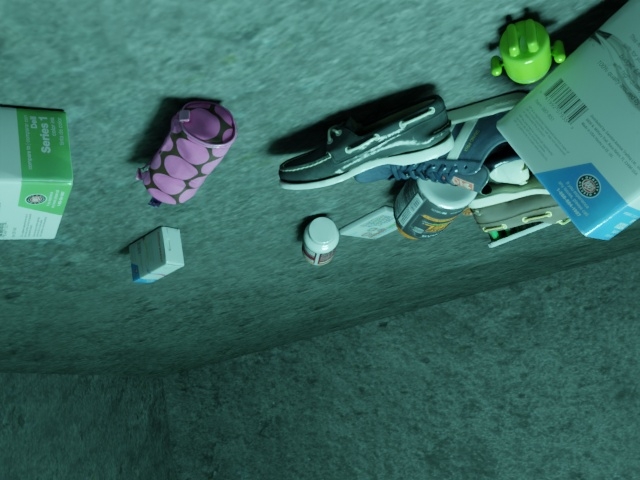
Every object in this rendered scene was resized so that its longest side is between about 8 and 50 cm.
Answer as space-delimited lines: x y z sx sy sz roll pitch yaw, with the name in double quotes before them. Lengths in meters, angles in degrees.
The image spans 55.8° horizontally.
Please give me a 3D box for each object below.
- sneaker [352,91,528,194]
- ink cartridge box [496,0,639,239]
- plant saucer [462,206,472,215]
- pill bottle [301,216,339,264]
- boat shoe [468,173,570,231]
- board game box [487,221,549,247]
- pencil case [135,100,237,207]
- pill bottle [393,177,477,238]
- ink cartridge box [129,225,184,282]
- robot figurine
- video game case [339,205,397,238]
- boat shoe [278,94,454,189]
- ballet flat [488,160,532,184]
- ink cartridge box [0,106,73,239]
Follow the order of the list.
"sneaker" 0.225 -0.140 1.078 0.350 0.148 0.131 -17 162 15
"ink cartridge box" 0.447 -0.181 0.849 0.129 0.223 0.307 6 137 -49
"plant saucer" 0.412 -0.088 1.587 0.083 0.013 0.083 -12 162 -4
"pill bottle" 0.000 0.000 1.461 0.086 0.086 0.152 -10 162 -8
"boat shoe" 0.453 -0.082 1.207 0.324 0.097 0.116 -10 -154 38
"board game box" 0.609 -0.114 1.385 0.390 0.050 0.390 -26 177 37
"pencil case" -0.208 -0.131 0.923 0.098 0.095 0.209 24 145 -22
"pill bottle" 0.232 -0.082 1.292 0.130 0.131 0.246 -9 163 -12
"ink cartridge box" -0.357 0.032 1.315 0.122 0.089 0.052 -25 158 35
"robot figurine" 0.293 -0.267 0.862 0.101 0.067 0.115 -10 166 22
"video game case" 0.151 -0.043 1.542 0.143 0.019 0.157 7 154 -46
"boat shoe" 0.064 -0.163 1.003 0.302 0.091 0.114 -16 -154 7
"ballet flat" 0.418 -0.169 1.194 0.280 0.096 0.095 -21 125 16
"ink cartridge box" -0.496 -0.086 0.810 0.278 0.117 0.201 -2 159 -31
